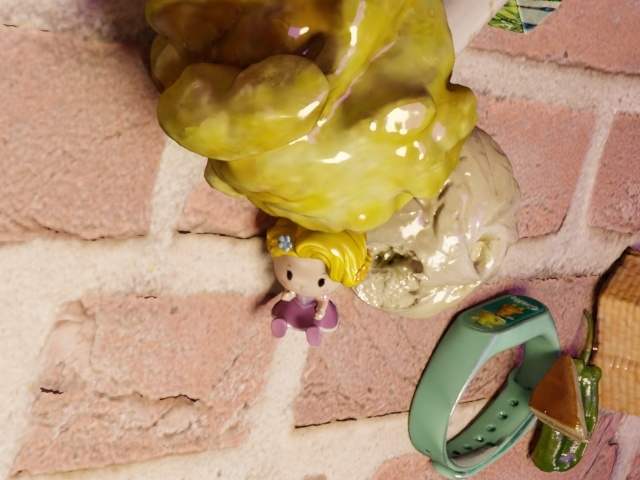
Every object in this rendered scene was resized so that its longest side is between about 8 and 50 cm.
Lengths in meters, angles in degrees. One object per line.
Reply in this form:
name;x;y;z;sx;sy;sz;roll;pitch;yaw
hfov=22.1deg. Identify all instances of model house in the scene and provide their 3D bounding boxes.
model house;0.447;0.125;2.077;0.166;0.172;0.183;-46;141;-40

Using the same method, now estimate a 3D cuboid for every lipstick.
lipstick;0.082;-0.161;1.488;0.264;0.059;0.059;-48;143;-27

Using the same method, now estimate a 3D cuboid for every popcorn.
popcorn;-0.014;-0.146;1.228;0.242;0.235;0.250;58;21;-58

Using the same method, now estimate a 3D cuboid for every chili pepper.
chili pepper;0.309;0.195;2.030;0.072;0.073;0.204;0;108;-41

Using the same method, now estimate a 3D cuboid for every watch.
watch;0.193;0.161;1.836;0.237;0.068;0.195;-20;126;-48

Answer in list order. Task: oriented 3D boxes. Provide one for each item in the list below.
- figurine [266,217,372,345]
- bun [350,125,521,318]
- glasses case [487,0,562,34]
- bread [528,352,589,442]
figurine;0.000;0.000;1.441;0.115;0.094;0.156;-80;176;-49
bun;0.112;-0.014;1.558;0.193;0.128;0.178;-48;144;-25
glasses case;0.175;-0.320;1.526;0.095;0.062;0.272;-53;145;-22
bread;0.266;0.185;1.848;0.043;0.062;0.109;54;23;-48
